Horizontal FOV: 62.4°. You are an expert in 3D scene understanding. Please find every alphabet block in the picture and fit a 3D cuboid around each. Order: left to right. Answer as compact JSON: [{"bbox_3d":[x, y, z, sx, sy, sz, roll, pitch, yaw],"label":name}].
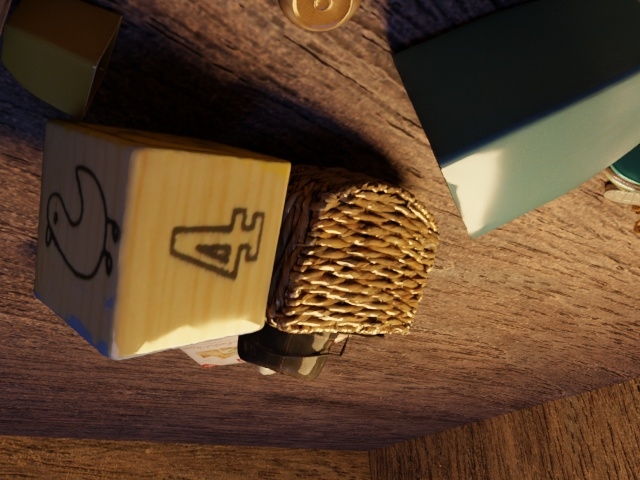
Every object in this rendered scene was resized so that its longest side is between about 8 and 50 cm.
[{"bbox_3d":[-0.171,-0.012,0.571,0.192,0.197,0.193,19,-165,38],"label":"alphabet block"}]

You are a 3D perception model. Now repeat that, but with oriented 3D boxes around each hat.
[{"bbox_3d":[-0.052,0.157,0.883,0.331,0.134,0.331,14,-177,-1],"label":"hat"}]

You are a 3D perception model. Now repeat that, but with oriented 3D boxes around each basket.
[{"bbox_3d":[0.000,0.000,0.758,0.223,0.214,0.299,20,-175,42],"label":"basket"}]

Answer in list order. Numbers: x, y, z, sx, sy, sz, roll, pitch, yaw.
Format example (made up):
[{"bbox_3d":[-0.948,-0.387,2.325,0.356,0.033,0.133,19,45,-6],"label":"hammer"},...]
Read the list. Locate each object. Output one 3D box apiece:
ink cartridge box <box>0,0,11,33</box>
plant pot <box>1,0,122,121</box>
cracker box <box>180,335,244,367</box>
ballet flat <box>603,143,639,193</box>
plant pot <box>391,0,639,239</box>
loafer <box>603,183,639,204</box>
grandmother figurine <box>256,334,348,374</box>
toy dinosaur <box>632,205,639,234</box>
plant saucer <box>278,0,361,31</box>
[{"bbox_3d":[-0.423,-0.167,0.447,0.289,0.122,0.211,-29,142,34],"label":"ink cartridge box"},{"bbox_3d":[-0.248,-0.181,0.500,0.083,0.082,0.081,23,141,-22],"label":"plant pot"},{"bbox_3d":[-0.227,0.214,1.179,0.155,0.067,0.232,-9,150,6],"label":"cracker box"},{"bbox_3d":[0.498,-0.100,0.773,0.221,0.077,0.079,-2,171,-7],"label":"ballet flat"},{"bbox_3d":[0.227,-0.146,0.562,0.234,0.166,0.166,-24,146,15],"label":"plant pot"},{"bbox_3d":[0.515,-0.079,0.830,0.125,0.039,0.045,9,161,17],"label":"loafer"},{"bbox_3d":[-0.008,0.192,1.116,0.342,0.104,0.208,-33,133,24],"label":"grandmother figurine"},{"bbox_3d":[0.578,-0.036,0.893,0.112,0.064,0.211,-2,150,-8],"label":"toy dinosaur"},{"bbox_3d":[0.001,-0.233,0.510,0.083,0.015,0.083,-4,150,-2],"label":"plant saucer"}]
